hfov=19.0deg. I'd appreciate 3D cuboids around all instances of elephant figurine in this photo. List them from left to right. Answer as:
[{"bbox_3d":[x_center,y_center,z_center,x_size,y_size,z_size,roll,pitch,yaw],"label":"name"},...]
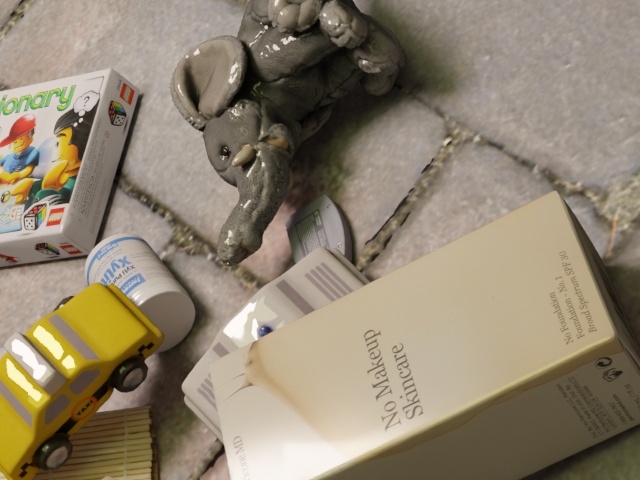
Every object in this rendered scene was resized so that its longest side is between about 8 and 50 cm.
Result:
[{"bbox_3d":[-0.053,-0.126,1.725,0.239,0.169,0.186,-50,0,13],"label":"elephant figurine"}]

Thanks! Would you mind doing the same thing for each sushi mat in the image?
[{"bbox_3d":[-0.298,0.225,1.670,0.316,0.019,0.151,-6,50,0],"label":"sushi mat"}]

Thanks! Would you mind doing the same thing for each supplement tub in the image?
[{"bbox_3d":[-0.167,0.047,1.760,0.071,0.071,0.107,-47,42,3],"label":"supplement tub"}]

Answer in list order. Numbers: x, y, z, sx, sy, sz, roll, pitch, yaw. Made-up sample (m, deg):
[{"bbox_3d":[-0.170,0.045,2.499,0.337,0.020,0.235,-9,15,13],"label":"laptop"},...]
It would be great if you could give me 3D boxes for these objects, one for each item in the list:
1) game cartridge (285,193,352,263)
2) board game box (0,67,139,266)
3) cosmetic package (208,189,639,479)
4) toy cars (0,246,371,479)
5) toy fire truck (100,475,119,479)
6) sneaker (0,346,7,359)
[{"bbox_3d":[0.000,0.000,1.694,0.056,0.017,0.083,-35,45,21],"label":"game cartridge"},{"bbox_3d":[-0.336,-0.064,1.987,0.305,0.053,0.193,-8,57,36],"label":"board game box"},{"bbox_3d":[0.083,0.111,1.450,0.309,0.113,0.160,-27,46,11],"label":"cosmetic package"},{"bbox_3d":[-0.135,0.100,1.621,0.394,0.087,0.176,-9,66,17],"label":"toy cars"},{"bbox_3d":[-0.193,0.311,1.523,0.217,0.158,0.246,23,80,13],"label":"toy fire truck"},{"bbox_3d":[-0.456,0.153,1.824,0.366,0.210,0.137,-18,52,30],"label":"sneaker"}]
